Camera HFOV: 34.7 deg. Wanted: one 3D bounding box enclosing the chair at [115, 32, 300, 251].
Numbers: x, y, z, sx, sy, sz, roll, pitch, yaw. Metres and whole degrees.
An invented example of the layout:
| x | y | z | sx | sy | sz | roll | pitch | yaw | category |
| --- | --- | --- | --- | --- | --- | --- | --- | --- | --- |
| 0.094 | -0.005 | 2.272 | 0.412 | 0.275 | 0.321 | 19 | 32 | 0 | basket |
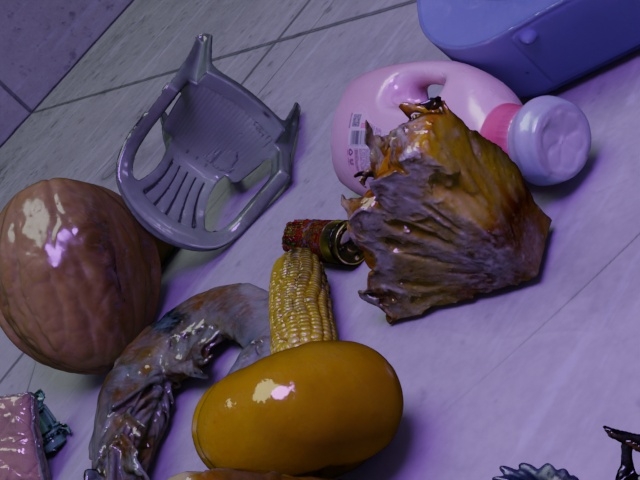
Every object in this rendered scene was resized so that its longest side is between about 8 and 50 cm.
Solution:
| x | y | z | sx | sy | sz | roll | pitch | yaw | category |
| --- | --- | --- | --- | --- | --- | --- | --- | --- | --- |
| -0.153 | -0.130 | 1.414 | 0.190 | 0.203 | 0.274 | -47 | 15 | 19 | chair |

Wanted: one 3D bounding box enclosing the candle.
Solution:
| x | y | z | sx | sy | sz | roll | pitch | yaw | category |
| --- | --- | --- | --- | --- | --- | --- | --- | --- | --- |
| 0.000 | 0.000 | 1.149 | 0.052 | 0.052 | 0.131 | -53 | 28 | -19 | candle |

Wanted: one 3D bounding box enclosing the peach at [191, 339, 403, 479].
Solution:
| x | y | z | sx | sy | sz | roll | pitch | yaw | category |
| --- | --- | --- | --- | --- | --- | --- | --- | --- | --- |
| -0.020 | 0.144 | 0.831 | 0.179 | 0.179 | 0.103 | -27 | 70 | 31 | peach |

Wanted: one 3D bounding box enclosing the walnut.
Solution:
| x | y | z | sx | sy | sz | roll | pitch | yaw | category |
| --- | --- | --- | --- | --- | --- | --- | --- | --- | --- |
| -0.316 | 0.047 | 1.321 | 0.225 | 0.260 | 0.225 | -17 | 4 | 1 | walnut |

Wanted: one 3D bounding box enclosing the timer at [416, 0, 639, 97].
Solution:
| x | y | z | sx | sy | sz | roll | pitch | yaw | category |
| --- | --- | --- | --- | --- | --- | --- | --- | --- | --- |
| 0.263 | -0.368 | 1.063 | 0.395 | 0.173 | 0.394 | -23 | 54 | 37 | timer |

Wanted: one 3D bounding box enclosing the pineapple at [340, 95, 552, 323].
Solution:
| x | y | z | sx | sy | sz | roll | pitch | yaw | category |
| --- | --- | --- | --- | --- | --- | --- | --- | --- | --- |
| 0.109 | -0.018 | 0.919 | 0.236 | 0.186 | 0.114 | 96 | -164 | -56 | pineapple |

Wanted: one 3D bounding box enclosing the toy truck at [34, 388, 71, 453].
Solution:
| x | y | z | sx | sy | sz | roll | pitch | yaw | category |
| --- | --- | --- | --- | --- | --- | --- | --- | --- | --- |
| -0.386 | 0.254 | 1.312 | 0.154 | 0.080 | 0.078 | -36 | 0 | 15 | toy truck |

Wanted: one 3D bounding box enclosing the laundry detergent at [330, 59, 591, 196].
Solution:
| x | y | z | sx | sy | sz | roll | pitch | yaw | category |
| --- | --- | --- | --- | --- | --- | --- | --- | --- | --- |
| 0.132 | -0.108 | 1.051 | 0.335 | 0.088 | 0.159 | 11 | 95 | 58 | laundry detergent |

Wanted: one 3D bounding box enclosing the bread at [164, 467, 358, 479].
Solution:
| x | y | z | sx | sy | sz | roll | pitch | yaw | category |
| --- | --- | --- | --- | --- | --- | --- | --- | --- | --- |
| -0.071 | 0.363 | 0.703 | 0.233 | 0.245 | 0.361 | -29 | 59 | 25 | bread |

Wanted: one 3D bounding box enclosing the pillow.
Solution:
| x | y | z | sx | sy | sz | roll | pitch | yaw | category |
| --- | --- | --- | --- | --- | --- | --- | --- | --- | --- |
| -0.439 | 0.260 | 1.262 | 0.233 | 0.043 | 0.126 | -13 | 81 | 22 | pillow |

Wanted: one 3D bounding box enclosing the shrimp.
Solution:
| x | y | z | sx | sy | sz | roll | pitch | yaw | category |
| --- | --- | --- | --- | --- | --- | --- | --- | --- | --- |
| -0.148 | 0.166 | 1.096 | 0.247 | 0.085 | 0.360 | -21 | 30 | 27 | shrimp |

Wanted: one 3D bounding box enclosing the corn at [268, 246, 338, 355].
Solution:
| x | y | z | sx | sy | sz | roll | pitch | yaw | category |
| --- | --- | --- | --- | --- | --- | --- | --- | --- | --- |
| -0.020 | 0.074 | 1.046 | 0.072 | 0.072 | 0.203 | -36 | 26 | 15 | corn |

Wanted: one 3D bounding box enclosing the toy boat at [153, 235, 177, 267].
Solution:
| x | y | z | sx | sy | sz | roll | pitch | yaw | category |
| --- | --- | --- | --- | --- | --- | --- | --- | --- | --- |
| -0.275 | 0.027 | 1.491 | 0.229 | 0.089 | 0.088 | -38 | -13 | 13 | toy boat |

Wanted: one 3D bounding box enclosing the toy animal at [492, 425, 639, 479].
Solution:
| x | y | z | sx | sy | sz | roll | pitch | yaw | category |
| --- | --- | --- | --- | --- | --- | --- | --- | --- | --- |
| 0.186 | 0.170 | 0.632 | 0.220 | 0.062 | 0.108 | 23 | 87 | 61 | toy animal |
